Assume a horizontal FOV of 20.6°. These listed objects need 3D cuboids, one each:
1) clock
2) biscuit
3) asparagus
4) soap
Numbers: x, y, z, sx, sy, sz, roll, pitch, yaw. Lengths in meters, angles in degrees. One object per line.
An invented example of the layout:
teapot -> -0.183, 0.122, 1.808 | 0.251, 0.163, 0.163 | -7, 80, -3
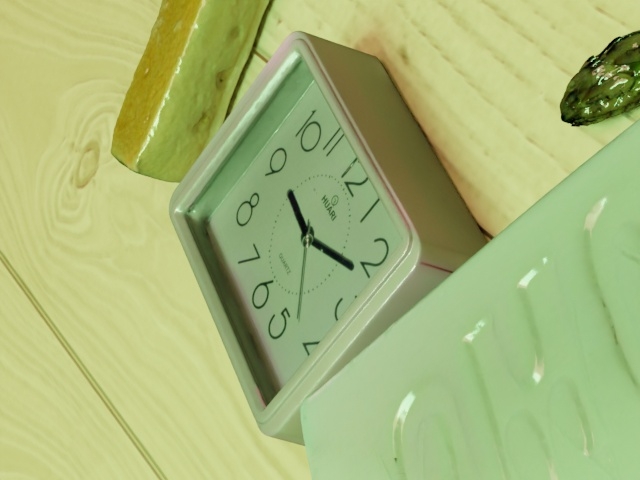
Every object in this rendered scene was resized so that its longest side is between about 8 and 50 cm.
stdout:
clock -> 0.000, 0.000, 0.963 | 0.150, 0.063, 0.197 | -51, 42, 25
biscuit -> -0.072, -0.128, 1.111 | 0.052, 0.056, 0.188 | 31, 100, 50
asparagus -> 0.169, -0.096, 0.812 | 0.165, 0.030, 0.036 | -33, 61, 40
soap -> 0.122, 0.072, 0.752 | 0.289, 0.095, 0.173 | -42, 46, 35
